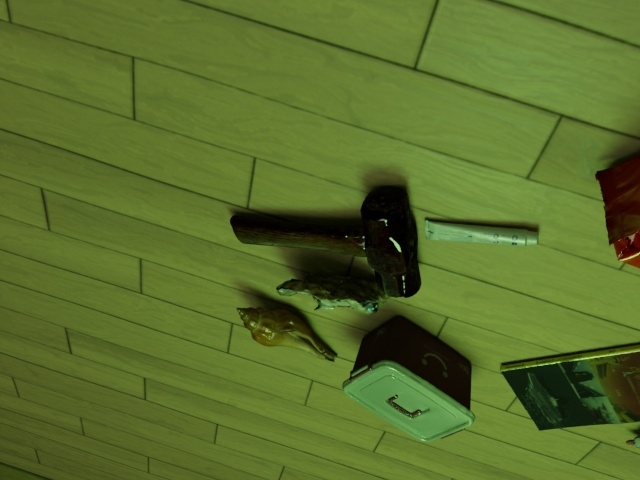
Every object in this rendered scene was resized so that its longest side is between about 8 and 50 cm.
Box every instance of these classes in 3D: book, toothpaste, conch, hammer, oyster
[{"bbox_3d":[0.643,0.347,1.497,0.373,0.028,0.263,-17,125,32],"label":"book"},{"bbox_3d":[0.312,-0.012,1.260,0.218,0.033,0.052,5,133,19],"label":"toothpaste"},{"bbox_3d":[-0.076,0.226,1.598,0.330,0.093,0.109,26,121,-36],"label":"conch"},{"bbox_3d":[0.000,0.000,1.341,0.408,0.095,0.243,4,134,19],"label":"hammer"},{"bbox_3d":[0.025,0.113,1.413,0.214,0.083,0.223,1,169,27],"label":"oyster"}]

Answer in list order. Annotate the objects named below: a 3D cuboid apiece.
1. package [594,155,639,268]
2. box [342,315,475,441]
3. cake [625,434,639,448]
[{"bbox_3d":[0.654,0.000,1.035,0.423,0.196,0.123,22,135,-4],"label":"package"},{"bbox_3d":[0.216,0.327,1.526,0.294,0.168,0.193,35,132,-15],"label":"box"},{"bbox_3d":[0.841,0.479,1.502,0.109,0.090,0.225,17,142,-25],"label":"cake"}]
